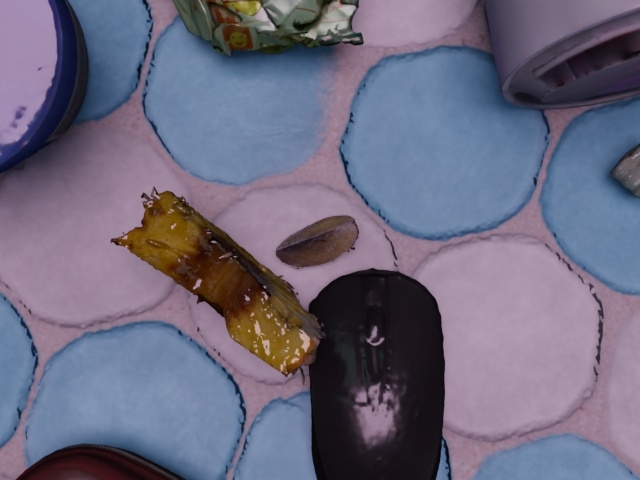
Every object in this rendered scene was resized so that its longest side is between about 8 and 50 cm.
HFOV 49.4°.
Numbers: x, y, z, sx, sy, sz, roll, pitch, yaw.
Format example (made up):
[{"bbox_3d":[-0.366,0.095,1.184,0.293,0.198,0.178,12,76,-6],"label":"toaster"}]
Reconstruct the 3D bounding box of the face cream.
[{"bbox_3d":[-0.350,-0.175,0.644,0.249,0.225,0.248,-2,98,-10],"label":"face cream"}]

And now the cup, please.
[{"bbox_3d":[0.274,-0.323,0.679,0.254,0.253,0.371,-8,80,-1],"label":"cup"}]

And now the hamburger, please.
[{"bbox_3d":[-0.045,-0.286,0.735,0.235,0.125,0.214,29,99,-4],"label":"hamburger"}]

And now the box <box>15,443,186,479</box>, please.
[{"bbox_3d":[-0.249,0.400,0.657,0.263,0.108,0.403,29,83,3],"label":"box"}]

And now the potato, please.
[{"bbox_3d":[0.001,0.000,0.746,0.093,0.036,0.037,-21,121,15],"label":"potato"}]

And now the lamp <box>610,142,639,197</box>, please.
[{"bbox_3d":[0.396,-0.030,0.720,0.106,0.106,0.193,-42,76,-5],"label":"lamp"}]

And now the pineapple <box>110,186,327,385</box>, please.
[{"bbox_3d":[-0.086,0.050,0.694,0.233,0.135,0.079,42,94,13],"label":"pineapple"}]

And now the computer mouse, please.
[{"bbox_3d":[0.056,0.159,0.699,0.138,0.086,0.269,0,82,-1],"label":"computer mouse"}]
